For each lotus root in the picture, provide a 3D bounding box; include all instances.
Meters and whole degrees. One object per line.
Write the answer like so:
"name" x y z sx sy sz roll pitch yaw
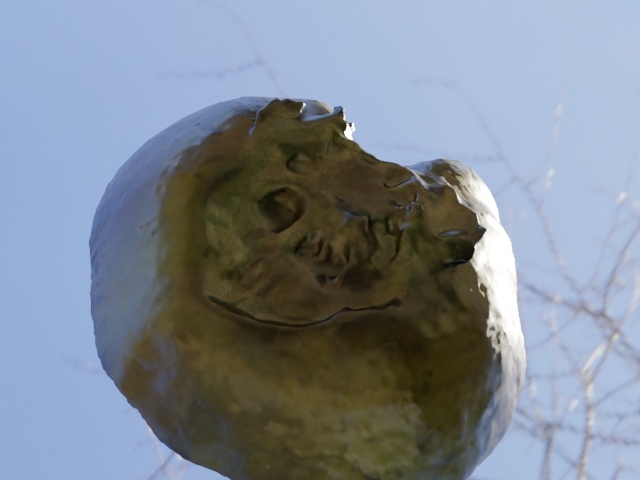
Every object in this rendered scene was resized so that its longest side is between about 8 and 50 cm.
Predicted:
"lotus root" 0.000 0.003 0.720 0.183 0.078 0.203 -1 -129 -13
